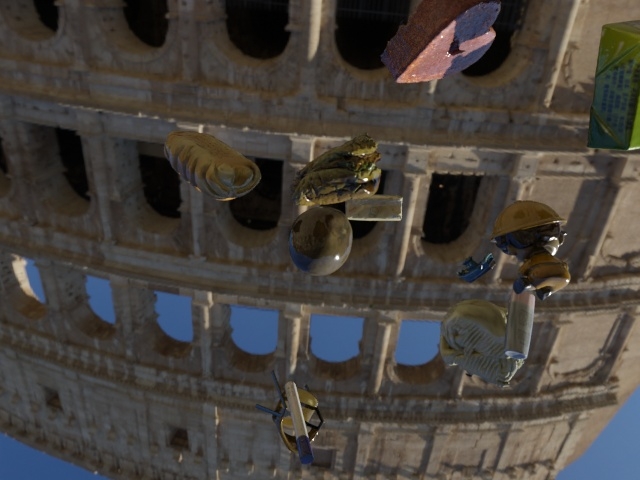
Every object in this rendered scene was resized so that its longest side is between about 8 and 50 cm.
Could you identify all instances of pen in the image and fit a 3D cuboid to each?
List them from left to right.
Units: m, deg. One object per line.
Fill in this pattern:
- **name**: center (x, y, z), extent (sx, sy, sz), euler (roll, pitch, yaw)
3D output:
- **pen**: center (-0.056, 0.432, 1.217), extent (0.033, 0.033, 0.269), euler (-2, -159, -12)

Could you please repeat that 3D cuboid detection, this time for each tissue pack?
- **tissue pack**: center (0.188, -0.117, 1.769), extent (0.196, 0.092, 0.148), euler (2, -173, 7)

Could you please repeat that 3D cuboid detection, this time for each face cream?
- **face cream**: center (0.577, 0.240, 1.457), extent (0.084, 0.057, 0.199), euler (29, -120, -17)

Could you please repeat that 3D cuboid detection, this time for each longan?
- **longan**: center (0.000, 0.000, 1.275), extent (0.167, 0.168, 0.187), euler (28, -118, 34)

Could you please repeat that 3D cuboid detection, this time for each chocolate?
- **chocolate**: center (0.804, -0.362, 1.165), extent (0.300, 0.289, 0.137), euler (-10, -154, -7)

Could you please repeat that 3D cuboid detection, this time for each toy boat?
- **toy boat**: center (0.422, 0.072, 1.380), extent (0.060, 0.137, 0.061), euler (-38, -99, -30)

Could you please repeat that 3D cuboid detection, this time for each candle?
- **candle**: center (0.292, -0.483, 1.211), extent (0.287, 0.132, 0.317), euler (-27, 169, 7)

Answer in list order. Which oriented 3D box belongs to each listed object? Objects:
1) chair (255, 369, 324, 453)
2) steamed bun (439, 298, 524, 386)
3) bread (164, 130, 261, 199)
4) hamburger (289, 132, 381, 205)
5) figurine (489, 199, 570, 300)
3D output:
- **chair**: center (-0.093, 0.580, 1.692), extent (0.158, 0.173, 0.246), euler (30, 173, -27)
- **steamed bun**: center (0.665, 0.391, 2.054), extent (0.346, 0.394, 0.237), euler (-23, -163, 36)
- **bread**: center (-0.303, -0.205, 1.357), extent (0.172, 0.121, 0.311), euler (-9, -146, -41)
- **hamburger**: center (0.039, -0.133, 1.079), extent (0.206, 0.130, 0.183), euler (-27, -177, 25)
- **figurine**: center (0.544, 0.011, 1.271), extent (0.192, 0.167, 0.257), euler (-3, -132, -9)
